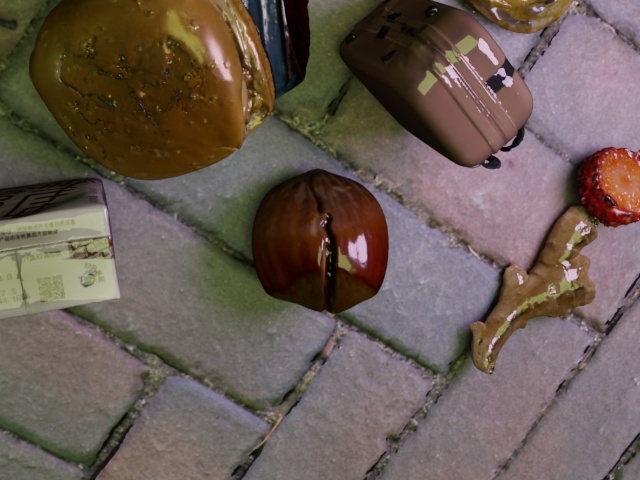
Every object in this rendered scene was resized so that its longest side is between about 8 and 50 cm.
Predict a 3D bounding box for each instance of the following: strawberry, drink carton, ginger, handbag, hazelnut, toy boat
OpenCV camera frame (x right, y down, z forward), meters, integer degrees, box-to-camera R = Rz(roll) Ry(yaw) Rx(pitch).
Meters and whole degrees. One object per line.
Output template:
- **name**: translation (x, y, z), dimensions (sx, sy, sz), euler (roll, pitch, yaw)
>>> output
- **strawberry**: translation (0.500, -0.090, 1.435), dimensions (0.145, 0.086, 0.145), euler (8, 63, -16)
- **drink carton**: translation (-0.376, 0.001, 1.126), dimensions (0.194, 0.324, 0.132), euler (-10, 103, -14)
- **ginger**: translation (0.377, 0.092, 1.467), dimensions (0.334, 0.081, 0.148), euler (-43, 106, -1)
- **handbag**: translation (0.182, -0.215, 1.225), dimensions (0.149, 0.302, 0.283), euler (-43, 116, 1)
- **hazelnut**: translation (0.000, 0.000, 1.297), dimensions (0.212, 0.181, 0.180), euler (-1, 126, -4)
- **toy boat**: translation (-0.096, -0.344, 1.215), dimensions (0.142, 0.129, 0.309), euler (1, 104, 21)

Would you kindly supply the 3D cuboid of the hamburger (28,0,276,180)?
- **hamburger**: translation (-0.222, -0.226, 1.140), dimensions (0.305, 0.174, 0.284), euler (-16, 121, 31)

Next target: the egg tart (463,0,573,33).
- **egg tart**: translation (0.331, -0.469, 1.286), dimensions (0.297, 0.132, 0.297), euler (-2, 100, -14)
